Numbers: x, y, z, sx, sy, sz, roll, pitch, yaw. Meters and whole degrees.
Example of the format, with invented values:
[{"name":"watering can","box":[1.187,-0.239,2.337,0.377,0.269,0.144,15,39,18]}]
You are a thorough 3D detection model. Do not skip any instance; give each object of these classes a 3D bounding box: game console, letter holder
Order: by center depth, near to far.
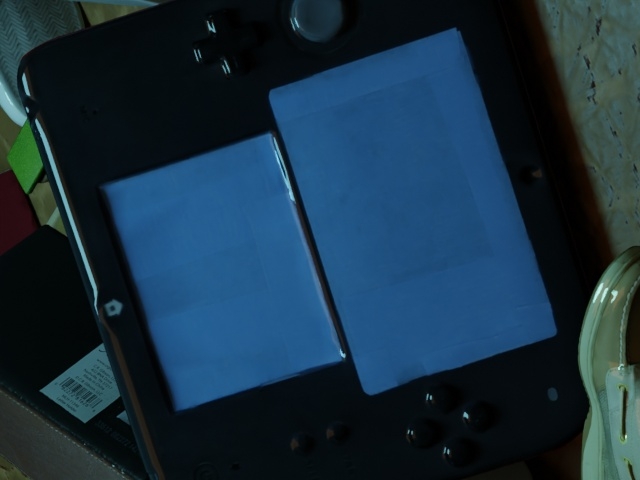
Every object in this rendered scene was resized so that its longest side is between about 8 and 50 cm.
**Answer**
[{"name":"game console","box":[0.000,0.000,1.301,0.060,0.342,0.387,-130,22,-86]},{"name":"letter holder","box":[-0.166,0.159,1.518,0.302,0.152,0.214,28,145,37]}]

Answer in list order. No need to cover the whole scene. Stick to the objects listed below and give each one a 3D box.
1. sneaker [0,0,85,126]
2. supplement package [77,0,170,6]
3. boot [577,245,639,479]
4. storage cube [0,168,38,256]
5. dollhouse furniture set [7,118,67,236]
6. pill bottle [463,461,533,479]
[{"name":"sneaker","box":[-0.317,-0.211,1.729,0.169,0.108,0.293,-40,66,52]},{"name":"supplement package","box":[-0.264,-0.280,1.485,0.261,0.204,0.145,10,93,34]},{"name":"boot","box":[0.255,0.118,1.227,0.165,0.077,0.213,25,130,41]},{"name":"storage cube","box":[-0.391,0.061,1.866,0.215,0.183,0.193,-22,89,51]},{"name":"dollhouse furniture set","box":[-0.188,0.015,1.634,0.198,0.151,0.301,56,140,15]},{"name":"pill bottle","box":[0.075,0.290,1.447,0.160,0.160,0.283,37,131,34]}]
